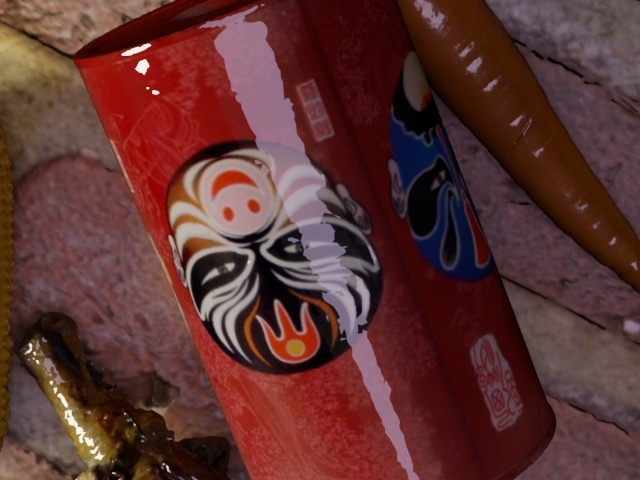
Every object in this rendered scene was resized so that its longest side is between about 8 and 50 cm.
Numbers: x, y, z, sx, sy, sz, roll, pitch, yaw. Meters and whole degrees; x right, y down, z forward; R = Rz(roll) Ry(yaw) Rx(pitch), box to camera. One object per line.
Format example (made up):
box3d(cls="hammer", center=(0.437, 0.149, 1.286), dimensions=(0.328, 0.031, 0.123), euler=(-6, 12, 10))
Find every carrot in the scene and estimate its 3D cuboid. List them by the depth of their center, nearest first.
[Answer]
box3d(cls="carrot", center=(0.131, -0.078, 1.293), dimensions=(0.069, 0.069, 0.336), euler=(-39, 108, 5))

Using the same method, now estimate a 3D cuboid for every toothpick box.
box3d(cls="toothpick box", center=(0.000, 0.000, 1.224), dimensions=(0.204, 0.204, 0.333), euler=(-21, 104, 1))

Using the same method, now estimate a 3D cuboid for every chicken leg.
box3d(cls="chicken leg", center=(-0.133, 0.141, 1.289), dimensions=(0.196, 0.125, 0.080), euler=(37, 123, -10))

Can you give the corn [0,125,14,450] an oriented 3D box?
box3d(cls="corn", center=(-0.246, 0.037, 1.274), dimensions=(0.091, 0.091, 0.260), euler=(3, 100, 1))
